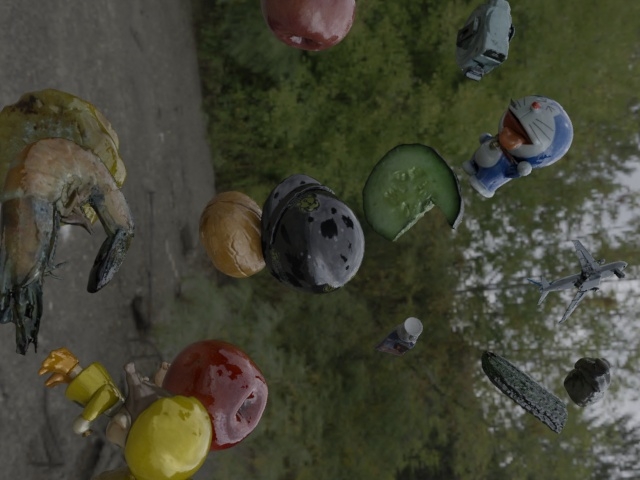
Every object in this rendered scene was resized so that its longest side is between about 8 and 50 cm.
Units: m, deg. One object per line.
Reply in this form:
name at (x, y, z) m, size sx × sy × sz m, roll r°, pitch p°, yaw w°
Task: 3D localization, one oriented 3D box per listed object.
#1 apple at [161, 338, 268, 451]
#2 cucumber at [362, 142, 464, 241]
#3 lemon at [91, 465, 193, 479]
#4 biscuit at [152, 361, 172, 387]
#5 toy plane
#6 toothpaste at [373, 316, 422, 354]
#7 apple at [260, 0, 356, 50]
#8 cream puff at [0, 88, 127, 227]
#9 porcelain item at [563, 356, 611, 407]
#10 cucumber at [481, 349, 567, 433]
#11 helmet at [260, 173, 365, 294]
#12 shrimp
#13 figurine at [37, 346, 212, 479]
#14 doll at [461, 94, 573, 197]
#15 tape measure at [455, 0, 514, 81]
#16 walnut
apple at (-0.254, 0.371, 1.834) m, size 0.260 × 0.216 × 0.260 m, roll -40°, pitch 138°, yaw -49°
cucumber at (0.173, -0.090, 1.458) m, size 0.130 × 0.191 × 0.191 m, roll 31°, pitch 54°, yaw -74°
lemon at (-0.355, 0.605, 1.580) m, size 0.316 × 0.285 × 0.285 m, roll 47°, pitch 10°, yaw -9°
biscuit at (-0.434, 0.436, 2.167) m, size 0.133 × 0.027 × 0.184 m, roll 47°, pitch 44°, yaw -15°
toy plane at (0.555, 0.080, 1.636) m, size 0.058 × 0.226 × 0.226 m, roll -108°, pitch -169°, yaw -53°
toothpaste at (0.241, 0.305, 2.344) m, size 0.266 × 0.096 × 0.061 m, roll 117°, pitch -12°, yaw -62°
apple at (-0.020, -0.364, 1.205) m, size 0.153 × 0.153 × 0.120 m, roll 74°, pitch 31°, yaw -81°
cream puff at (-0.602, -0.183, 1.802) m, size 0.257 × 0.324 × 0.291 m, roll 44°, pitch 68°, yaw -82°
porcelain item at (0.547, 0.273, 1.557) m, size 0.081 × 0.069 × 0.216 m, roll 62°, pitch -4°, yaw 26°
cucumber at (0.466, 0.345, 1.767) m, size 0.077 × 0.265 × 0.077 m, roll -49°, pitch -164°, yaw 19°
helmet at (0.000, 0.000, 1.678) m, size 0.160 × 0.230 × 0.279 m, roll 25°, pitch -36°, yaw 47°
shrimp at (-0.471, 0.011, 1.413) m, size 0.272 × 0.085 × 0.445 m, roll 31°, pitch 48°, yaw -38°
figurine at (-0.366, 0.326, 1.454) m, size 0.187 × 0.343 × 0.215 m, roll -57°, pitch 175°, yaw -10°
doll at (0.427, -0.213, 1.706) m, size 0.161 × 0.257 × 0.215 m, roll 33°, pitch 26°, yaw -36°
tape measure at (0.352, -0.492, 1.621) m, size 0.164 × 0.084 × 0.330 m, roll -35°, pitch -141°, yaw 59°
walnut at (-0.188, -0.011, 1.734) m, size 0.165 × 0.165 × 0.197 m, roll -90°, pitch 155°, yaw -63°
